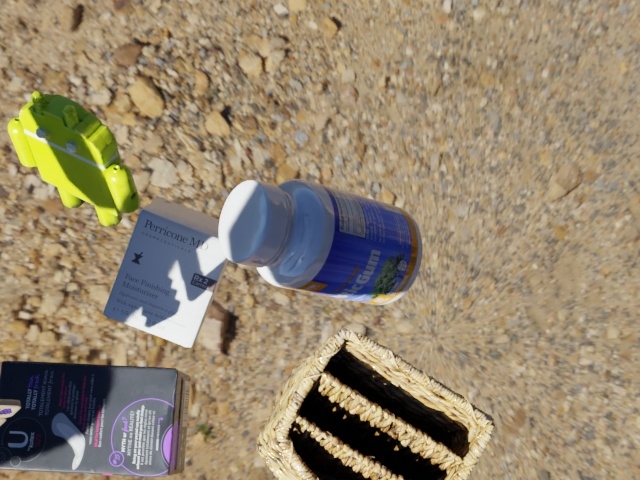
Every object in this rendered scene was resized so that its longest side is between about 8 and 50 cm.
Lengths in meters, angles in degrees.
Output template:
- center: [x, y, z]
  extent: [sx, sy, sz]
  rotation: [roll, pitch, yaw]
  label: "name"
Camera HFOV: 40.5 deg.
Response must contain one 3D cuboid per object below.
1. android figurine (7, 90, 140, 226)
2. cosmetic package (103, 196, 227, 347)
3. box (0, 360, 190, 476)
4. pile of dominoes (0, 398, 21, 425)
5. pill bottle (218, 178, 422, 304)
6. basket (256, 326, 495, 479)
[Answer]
- center: [-0.404, -0.135, 1.424]
  extent: [0.248, 0.273, 0.056]
  rotation: [26, 58, 16]
  label: "android figurine"
- center: [-0.234, 0.046, 1.394]
  extent: [0.151, 0.151, 0.183]
  rotation: [21, 100, -4]
  label: "cosmetic package"
- center: [-0.350, 0.278, 1.351]
  extent: [0.270, 0.143, 0.165]
  rotation: [3, 77, 0]
  label: "box"
- center: [-0.481, 0.235, 0.938]
  extent: [0.196, 0.251, 0.040]
  rotation: [-41, 57, 26]
  label: "pile of dominoes"
- center: [0.000, 0.000, 1.210]
  extent: [0.152, 0.272, 0.152]
  rotation: [-16, 68, 47]
  label: "pill bottle"
- center: [0.074, 0.315, 1.341]
  extent: [0.299, 0.223, 0.213]
  rotation: [34, 55, -7]
  label: "basket"
